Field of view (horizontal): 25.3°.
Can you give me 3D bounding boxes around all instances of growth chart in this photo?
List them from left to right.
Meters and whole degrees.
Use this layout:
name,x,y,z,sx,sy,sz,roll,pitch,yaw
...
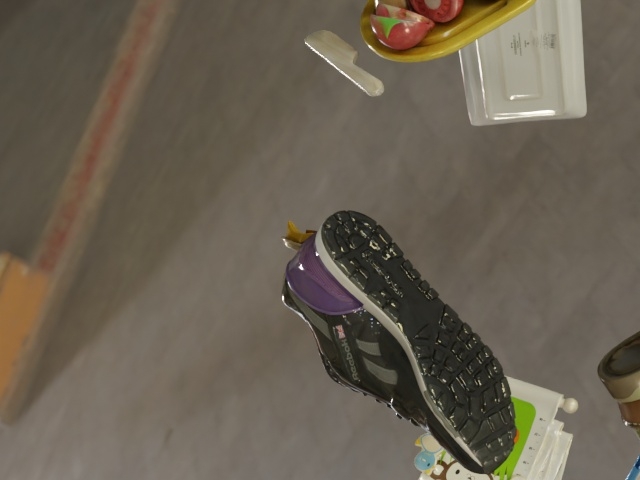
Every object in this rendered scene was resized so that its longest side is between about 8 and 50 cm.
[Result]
name,x,y,z,sx,sy,sz,roll,pitch,yaw
growth chart,0.175,0.248,1.485,0.172,0.021,0.237,8,69,18

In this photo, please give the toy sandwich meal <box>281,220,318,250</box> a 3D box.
name,x,y,z,sx,sy,sz,roll,pitch,yaw
toy sandwich meal,0.000,0.000,1.469,0.085,0.085,0.029,24,99,65

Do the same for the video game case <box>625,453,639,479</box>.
name,x,y,z,sx,sy,sz,roll,pitch,yaw
video game case,0.541,0.307,2.196,0.015,0.119,0.166,48,140,32

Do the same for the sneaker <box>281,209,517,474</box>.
name,x,y,z,sx,sy,sz,roll,pitch,yaw
sneaker,0.072,0.113,1.371,0.107,0.283,0.124,-23,-17,-46

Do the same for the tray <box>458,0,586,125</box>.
name,x,y,z,sx,sy,sz,roll,pitch,yaw
tray,0.231,-0.233,1.648,0.145,0.270,0.030,-4,45,10

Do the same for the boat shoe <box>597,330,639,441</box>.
name,x,y,z,sx,sy,sz,roll,pitch,yaw
boat shoe,0.400,0.084,1.244,0.307,0.104,0.111,-29,14,17

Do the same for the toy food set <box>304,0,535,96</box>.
name,x,y,z,sx,sy,sz,roll,pitch,yaw
toy food set,0.090,-0.219,1.190,0.218,0.071,0.128,-32,44,-3
